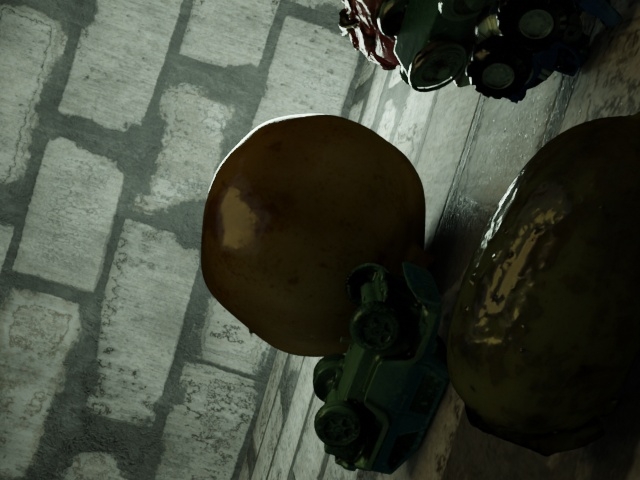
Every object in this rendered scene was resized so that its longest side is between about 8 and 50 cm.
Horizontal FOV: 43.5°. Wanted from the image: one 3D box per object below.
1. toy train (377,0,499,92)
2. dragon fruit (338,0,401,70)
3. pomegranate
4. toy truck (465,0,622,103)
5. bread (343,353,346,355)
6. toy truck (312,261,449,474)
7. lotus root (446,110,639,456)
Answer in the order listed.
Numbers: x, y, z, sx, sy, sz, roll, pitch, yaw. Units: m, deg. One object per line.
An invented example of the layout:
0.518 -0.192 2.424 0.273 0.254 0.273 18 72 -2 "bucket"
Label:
0.208 -0.328 1.070 0.304 0.221 0.150 109 140 -58 "toy train"
0.172 -0.472 1.564 0.299 0.244 0.244 -50 19 31 "dragon fruit"
0.000 0.000 1.311 0.416 0.416 0.417 -163 90 -82 "pomegranate"
0.255 -0.254 0.892 0.208 0.126 0.113 115 174 -50 "toy truck"
0.072 0.221 1.431 0.232 0.064 0.173 -104 33 -78 "bread"
0.084 0.170 1.091 0.155 0.156 0.279 -94 22 -69 "toy truck"
0.202 0.017 0.638 0.173 0.173 0.309 -111 46 -78 "lotus root"
